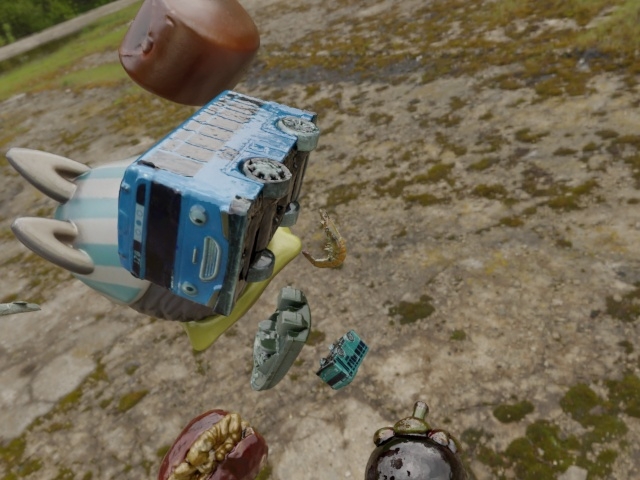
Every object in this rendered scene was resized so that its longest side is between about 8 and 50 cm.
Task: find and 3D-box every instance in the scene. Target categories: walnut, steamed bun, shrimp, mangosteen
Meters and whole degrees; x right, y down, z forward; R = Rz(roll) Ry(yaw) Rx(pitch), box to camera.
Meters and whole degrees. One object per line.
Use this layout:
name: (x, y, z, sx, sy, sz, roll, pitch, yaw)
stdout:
walnut: (-0.274, 0.550, 1.424, 0.222, 0.244, 0.269, 38, 74, 14)
steamed bun: (-0.288, -0.462, 1.368, 0.235, 0.248, 0.379, -46, 14, 27)
shrimp: (0.000, 0.000, 1.094, 0.083, 0.114, 0.023, -20, 2, 5)
mangosteen: (0.191, 0.445, 1.150, 0.211, 0.211, 0.250, -4, 60, 20)

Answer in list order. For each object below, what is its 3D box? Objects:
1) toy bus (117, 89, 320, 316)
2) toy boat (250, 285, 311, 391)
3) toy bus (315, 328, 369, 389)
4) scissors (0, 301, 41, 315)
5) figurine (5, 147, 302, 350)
toy bus: (-0.069, -0.038, 0.421, 0.106, 0.090, 0.184, 19, 32, 3)
toy boat: (-0.105, 0.238, 1.271, 0.092, 0.319, 0.141, 12, 44, -16)
toy bus: (0.061, 0.318, 1.521, 0.079, 0.092, 0.160, -44, 0, 32)
scissors: (-0.476, 0.101, 0.832, 0.021, 0.110, 0.212, -41, -10, 9)
figurine: (-0.271, -0.053, 0.847, 0.361, 0.378, 0.266, 23, 77, 45)
